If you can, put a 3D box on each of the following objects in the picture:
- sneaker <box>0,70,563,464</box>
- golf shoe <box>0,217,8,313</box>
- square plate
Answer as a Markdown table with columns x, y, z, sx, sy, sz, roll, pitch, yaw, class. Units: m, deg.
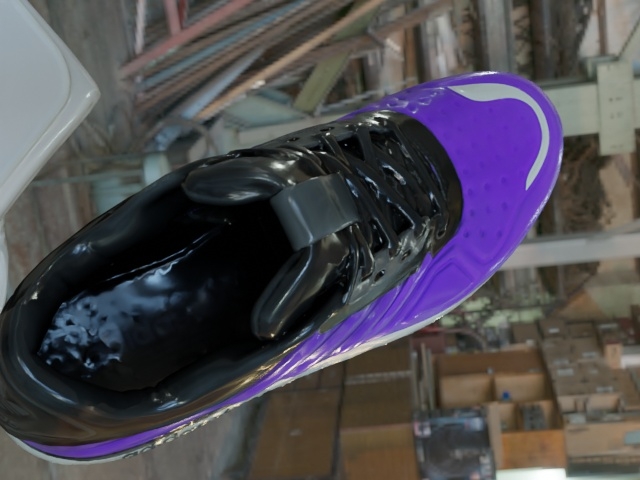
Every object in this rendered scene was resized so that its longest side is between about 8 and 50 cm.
| x | y | z | sx | sy | sz | roll | pitch | yaw | class |
| --- | --- | --- | --- | --- | --- | --- | --- | --- | --- |
| 0.000 | 0.001 | 0.377 | 0.102 | 0.293 | 0.146 | 58 | -17 | 9 | sneaker |
| -0.430 | -0.048 | 1.102 | 0.140 | 0.115 | 0.306 | -20 | -100 | 51 | golf shoe |
| -0.385 | -0.168 | 0.870 | 0.344 | 0.049 | 0.347 | 54 | 43 | -32 | square plate |
